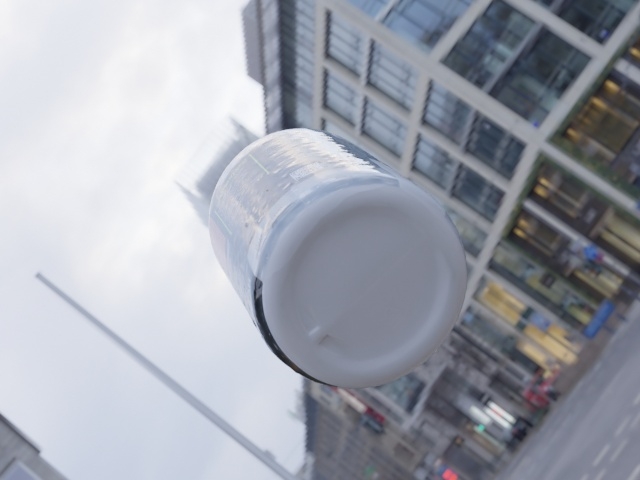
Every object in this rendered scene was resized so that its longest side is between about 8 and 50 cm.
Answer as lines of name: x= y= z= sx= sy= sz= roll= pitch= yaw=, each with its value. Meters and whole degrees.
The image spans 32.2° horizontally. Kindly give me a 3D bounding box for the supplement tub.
supplement tub: x=0.000 y=0.000 z=1.067 sx=0.194 sy=0.193 sz=0.316 roll=-55 pitch=21 yaw=5
